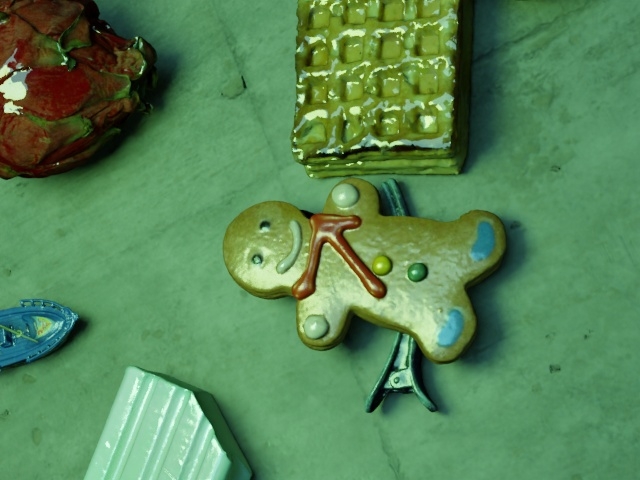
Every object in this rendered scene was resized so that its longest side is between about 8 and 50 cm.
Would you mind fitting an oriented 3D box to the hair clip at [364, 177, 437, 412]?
[{"bbox_3d":[0.095,0.061,1.467,0.083,0.048,0.275,-3,73,19],"label":"hair clip"}]

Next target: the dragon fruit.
[{"bbox_3d":[-0.351,-0.199,1.586,0.298,0.244,0.244,-12,75,9],"label":"dragon fruit"}]

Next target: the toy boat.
[{"bbox_3d":[-0.385,0.115,1.599,0.175,0.110,0.091,-15,74,16],"label":"toy boat"}]

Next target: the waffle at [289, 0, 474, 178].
[{"bbox_3d":[0.073,-0.230,1.508,0.212,0.091,0.308,-2,77,21],"label":"waffle"}]

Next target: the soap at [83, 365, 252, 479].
[{"bbox_3d":[-0.192,0.311,1.490,0.172,0.095,0.290,19,86,24],"label":"soap"}]

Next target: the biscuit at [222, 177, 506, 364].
[{"bbox_3d":[0.035,0.029,1.446,0.324,0.049,0.205,15,78,20],"label":"biscuit"}]

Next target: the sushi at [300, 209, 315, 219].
[{"bbox_3d":[0.000,0.000,1.520,0.083,0.044,0.046,31,112,26],"label":"sushi"}]
